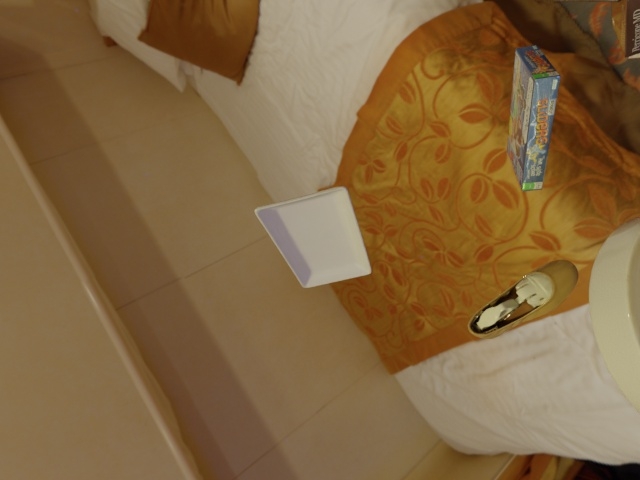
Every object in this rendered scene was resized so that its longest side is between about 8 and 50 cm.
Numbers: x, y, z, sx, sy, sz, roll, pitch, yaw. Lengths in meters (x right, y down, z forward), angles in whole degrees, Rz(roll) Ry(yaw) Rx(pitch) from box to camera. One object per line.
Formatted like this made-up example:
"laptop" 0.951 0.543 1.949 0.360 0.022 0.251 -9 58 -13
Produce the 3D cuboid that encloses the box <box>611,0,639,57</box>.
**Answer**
"box" 0.828 -0.584 0.947 0.203 0.166 0.168 -10 144 31

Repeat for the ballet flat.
"ballet flat" 0.383 0.122 0.771 0.232 0.073 0.080 -50 50 29

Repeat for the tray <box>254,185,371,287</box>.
"tray" 0.000 0.000 0.704 0.270 0.145 0.030 65 -167 -54

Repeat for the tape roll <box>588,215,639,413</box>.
"tape roll" 0.617 0.129 0.629 0.391 0.392 0.072 57 162 8

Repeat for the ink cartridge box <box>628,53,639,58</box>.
"ink cartridge box" 1.059 -0.674 1.261 0.067 0.198 0.115 31 153 56

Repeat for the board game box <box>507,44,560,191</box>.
"board game box" 0.355 -0.205 0.682 0.035 0.136 0.201 -4 133 15
